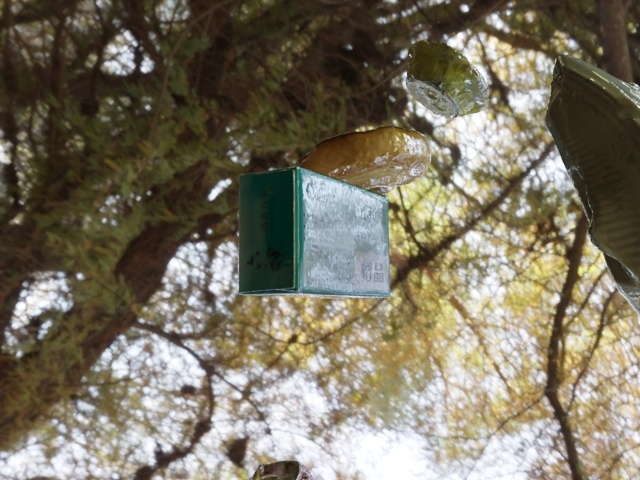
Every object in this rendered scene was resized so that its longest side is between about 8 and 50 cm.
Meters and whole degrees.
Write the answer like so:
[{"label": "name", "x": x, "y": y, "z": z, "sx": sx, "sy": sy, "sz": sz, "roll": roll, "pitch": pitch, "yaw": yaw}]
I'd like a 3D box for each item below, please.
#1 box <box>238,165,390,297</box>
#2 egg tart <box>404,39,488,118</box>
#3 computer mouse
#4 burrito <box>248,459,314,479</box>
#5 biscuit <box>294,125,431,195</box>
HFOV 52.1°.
[{"label": "box", "x": 0.000, "y": 0.000, "z": 0.866, "sx": 0.092, "sy": 0.245, "sz": 0.153, "roll": -4, "pitch": -98, "yaw": 32}, {"label": "egg tart", "x": 0.237, "y": -0.297, "z": 1.261, "sx": 0.197, "sy": 0.197, "sz": 0.078, "roll": 32, "pitch": -96, "yaw": 44}, {"label": "computer mouse", "x": 0.416, "y": -0.082, "z": 0.829, "sx": 0.145, "sy": 0.228, "sz": 0.429, "roll": -36, "pitch": -134, "yaw": 36}, {"label": "burrito", "x": -0.037, "y": 0.476, "z": 1.071, "sx": 0.144, "sy": 0.089, "sz": 0.229, "roll": -11, "pitch": -93, "yaw": 35}, {"label": "biscuit", "x": 0.073, "y": -0.133, "z": 1.230, "sx": 0.274, "sy": 0.213, "sz": 0.091, "roll": -13, "pitch": -103, "yaw": 8}]
